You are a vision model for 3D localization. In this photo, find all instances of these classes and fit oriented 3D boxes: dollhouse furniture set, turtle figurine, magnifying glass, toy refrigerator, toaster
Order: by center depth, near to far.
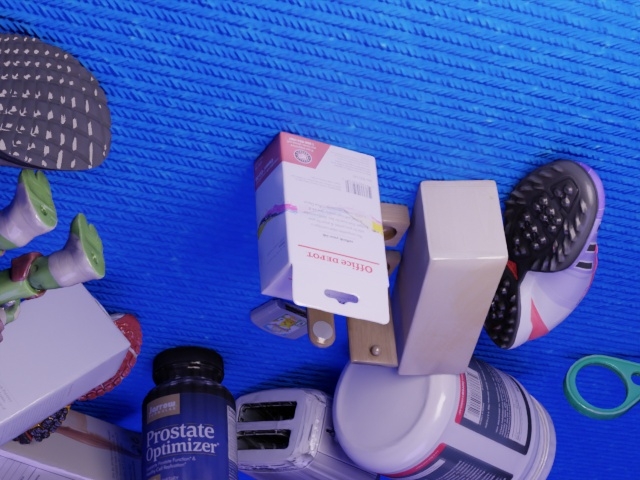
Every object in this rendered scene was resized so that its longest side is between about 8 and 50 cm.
[{"bbox_3d":[-0.365,0.012,1.347,0.266,0.275,0.198,-25,105,12],"label":"turtle figurine"},{"bbox_3d":[0.037,0.048,1.496,0.144,0.123,0.151,6,147,-17],"label":"dollhouse furniture set"},{"bbox_3d":[0.145,0.048,1.532,0.094,0.102,0.269,-1,147,-6],"label":"toy refrigerator"},{"bbox_3d":[0.439,0.188,1.823,0.231,0.092,0.026,-7,146,-15],"label":"magnifying glass"},{"bbox_3d":[-0.030,0.275,1.840,0.227,0.129,0.146,-8,150,43],"label":"toaster"}]

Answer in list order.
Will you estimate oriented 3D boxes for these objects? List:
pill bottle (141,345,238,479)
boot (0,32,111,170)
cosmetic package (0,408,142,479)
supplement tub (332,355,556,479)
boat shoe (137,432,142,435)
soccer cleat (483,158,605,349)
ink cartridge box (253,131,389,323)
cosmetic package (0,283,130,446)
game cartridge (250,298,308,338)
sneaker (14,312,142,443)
[{"bbox_3d":[-0.166,0.252,1.708,0.123,0.219,0.123,-4,148,-2],"label":"pill bottle"},{"bbox_3d":[-0.375,-0.118,1.206,0.222,0.118,0.338,-8,167,42],"label":"boot"},{"bbox_3d":[-0.391,0.301,1.778,0.296,0.129,0.153,26,115,-30],"label":"cosmetic package"},{"bbox_3d":[0.165,0.239,1.755,0.191,0.191,0.272,-27,141,31],"label":"supplement tub"},{"bbox_3d":[-0.316,0.300,1.923,0.152,0.056,0.049,13,139,-26],"label":"boat shoe"},{"bbox_3d":[0.265,0.008,1.504,0.116,0.108,0.318,-18,150,-21],"label":"soccer cleat"},{"bbox_3d":[0.000,0.000,1.343,0.115,0.198,0.067,14,144,-26],"label":"ink cartridge box"},{"bbox_3d":[-0.342,0.147,1.510,0.231,0.117,0.085,-30,163,-35],"label":"cosmetic package"},{"bbox_3d":[-0.044,0.099,1.672,0.083,0.017,0.056,25,141,-38],"label":"game cartridge"},{"bbox_3d":[-0.315,0.154,1.674,0.225,0.093,0.088,-35,122,18],"label":"sneaker"}]
